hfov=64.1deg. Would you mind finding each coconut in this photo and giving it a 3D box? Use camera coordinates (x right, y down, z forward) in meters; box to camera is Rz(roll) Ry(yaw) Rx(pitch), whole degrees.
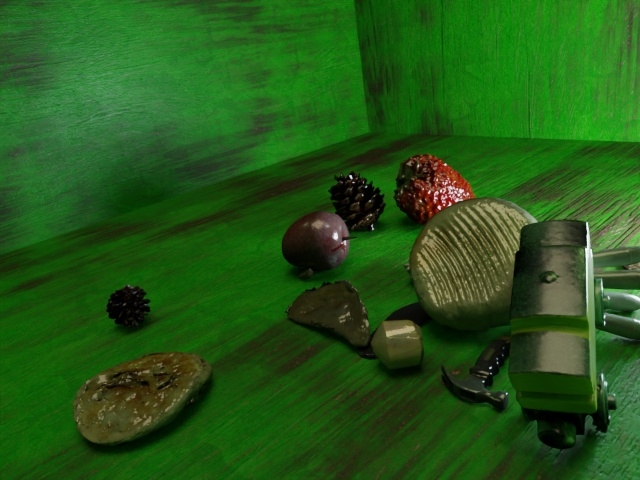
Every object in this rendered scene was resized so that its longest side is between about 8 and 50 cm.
[{"bbox_3d":[0.181,0.251,1.228,0.122,0.116,0.116,-4,21,1],"label":"coconut"}]

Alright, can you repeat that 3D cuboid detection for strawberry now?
[{"bbox_3d":[0.470,-0.176,2.058,0.350,0.267,0.312,15,44,-19],"label":"strawberry"}]

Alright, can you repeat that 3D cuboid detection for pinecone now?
[{"bbox_3d":[-0.610,0.216,1.634,0.140,0.140,0.121,-24,53,-32],"label":"pinecone"},{"bbox_3d":[0.153,-0.162,2.112,0.224,0.273,0.224,-29,-10,-5],"label":"pinecone"}]

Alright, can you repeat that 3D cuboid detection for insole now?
[{"bbox_3d":[0.212,0.235,1.391,0.110,0.012,0.309,8,27,41],"label":"insole"}]

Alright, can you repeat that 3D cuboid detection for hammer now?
[{"bbox_3d":[0.379,0.286,1.157,0.158,0.041,0.226,12,30,39],"label":"hammer"}]

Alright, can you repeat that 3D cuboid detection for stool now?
[{"bbox_3d":[0.692,0.123,1.239,0.198,0.196,0.195,4,24,20],"label":"stool"}]

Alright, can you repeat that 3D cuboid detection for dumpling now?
[{"bbox_3d":[0.050,0.200,1.452,0.332,0.086,0.166,15,64,47],"label":"dumpling"}]

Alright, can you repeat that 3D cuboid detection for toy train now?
[{"bbox_3d":[0.467,0.161,1.006,0.179,0.272,0.442,-5,44,31],"label":"toy train"}]

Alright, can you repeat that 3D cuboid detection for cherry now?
[{"bbox_3d":[0.000,0.000,1.798,0.285,0.236,0.213,-10,61,24],"label":"cherry"}]

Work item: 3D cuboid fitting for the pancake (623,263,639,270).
[{"bbox_3d":[0.982,0.068,1.481,0.199,0.021,0.199,-8,21,3],"label":"pancake"}]

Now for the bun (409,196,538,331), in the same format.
[{"bbox_3d":[0.421,0.070,1.354,0.364,0.219,0.366,-13,61,25],"label":"bun"}]

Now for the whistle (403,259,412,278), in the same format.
[{"bbox_3d":[0.346,0.062,1.658,0.110,0.092,0.244,31,41,16],"label":"whistle"}]

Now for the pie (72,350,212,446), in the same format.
[{"bbox_3d":[-0.427,0.364,1.246,0.338,0.077,0.339,-9,22,3],"label":"pie"}]

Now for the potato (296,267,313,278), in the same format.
[{"bbox_3d":[-0.051,0.120,1.775,0.037,0.036,0.093,-58,19,-16],"label":"potato"}]
